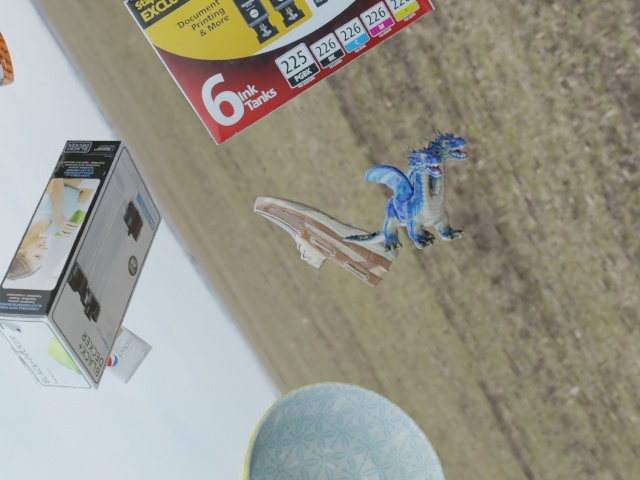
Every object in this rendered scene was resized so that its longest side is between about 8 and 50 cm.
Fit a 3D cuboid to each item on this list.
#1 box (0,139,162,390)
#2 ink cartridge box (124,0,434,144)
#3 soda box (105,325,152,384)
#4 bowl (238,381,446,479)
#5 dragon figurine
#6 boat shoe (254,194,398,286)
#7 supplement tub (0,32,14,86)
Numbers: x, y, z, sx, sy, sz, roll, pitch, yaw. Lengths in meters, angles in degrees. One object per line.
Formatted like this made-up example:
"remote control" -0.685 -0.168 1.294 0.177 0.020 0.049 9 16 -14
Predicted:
"box" -0.309 0.030 1.505 0.169 0.087 0.290 72 -153 -48
"ink cartridge box" -0.070 -0.315 1.402 0.272 0.309 0.130 57 -177 -15
"soda box" -0.333 0.181 1.887 0.069 0.074 0.216 38 168 -11
"bowl" 0.008 0.349 1.539 0.289 0.289 0.156 56 143 14
"dragon figurine" 0.114 -0.064 1.540 0.289 0.085 0.144 -6 98 67
"boat shoe" 0.000 0.000 2.455 0.324 0.116 0.123 24 -177 9
"supplement tub" -0.582 -0.264 1.804 0.117 0.190 0.117 49 148 44
